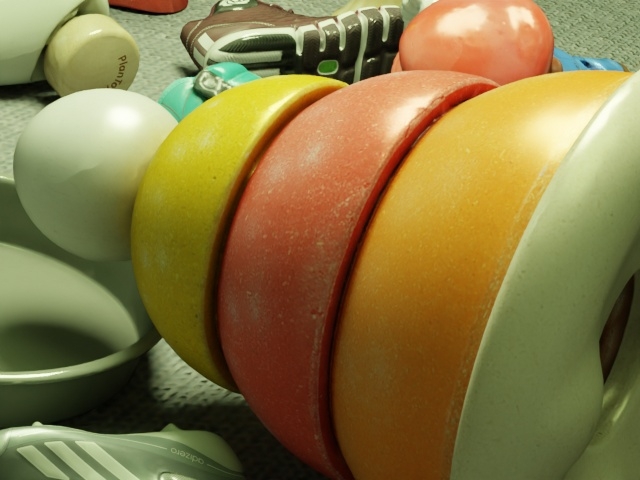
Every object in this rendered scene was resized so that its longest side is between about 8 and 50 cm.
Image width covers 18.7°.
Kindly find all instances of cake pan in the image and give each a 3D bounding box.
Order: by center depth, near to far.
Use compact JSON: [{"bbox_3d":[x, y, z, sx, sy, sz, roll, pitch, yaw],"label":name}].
[{"bbox_3d":[-0.245,0.036,1.330,0.293,0.054,0.293,11,26,-6],"label":"cake pan"}]

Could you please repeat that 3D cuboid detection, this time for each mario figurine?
[{"bbox_3d":[0.159,-0.120,1.700,0.198,0.170,0.320,26,6,38],"label":"mario figurine"}]

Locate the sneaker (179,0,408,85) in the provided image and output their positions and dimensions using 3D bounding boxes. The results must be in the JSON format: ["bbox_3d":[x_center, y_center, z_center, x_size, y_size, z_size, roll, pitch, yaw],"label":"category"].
[{"bbox_3d":[-0.003,-0.195,1.853,0.281,0.106,0.162,-2,26,-29],"label":"sneaker"}]

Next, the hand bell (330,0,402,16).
[{"bbox_3d":[0.095,-0.317,1.981,0.126,0.242,0.126,12,26,-6],"label":"hand bell"}]

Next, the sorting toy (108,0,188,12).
[{"bbox_3d":[-0.174,-0.361,2.072,0.127,0.126,0.365,13,27,-2],"label":"sorting toy"}]

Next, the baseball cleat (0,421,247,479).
[{"bbox_3d":[-0.130,0.155,1.134,0.206,0.072,0.109,-5,38,-27],"label":"baseball cleat"}]

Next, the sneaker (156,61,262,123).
[{"bbox_3d":[-0.056,-0.055,1.518,0.178,0.123,0.295,20,19,2],"label":"sneaker"}]

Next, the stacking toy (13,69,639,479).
[{"bbox_3d":[0.000,0.000,1.226,0.480,0.350,0.350,20,27,25],"label":"stacking toy"}]

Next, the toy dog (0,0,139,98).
[{"bbox_3d":[-0.299,-0.204,1.659,0.220,0.161,0.334,27,29,26],"label":"toy dog"}]
